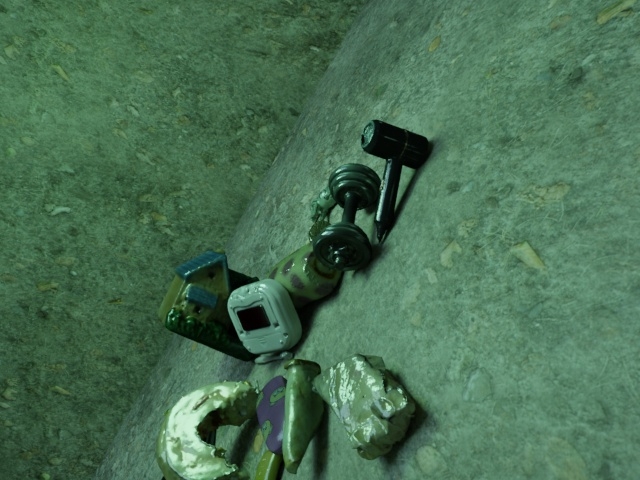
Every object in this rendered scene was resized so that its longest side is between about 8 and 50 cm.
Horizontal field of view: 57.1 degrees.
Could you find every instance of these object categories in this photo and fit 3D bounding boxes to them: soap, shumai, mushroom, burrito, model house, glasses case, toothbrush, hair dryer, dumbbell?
[{"bbox_3d":[-0.139,0.616,1.560,0.089,0.045,0.140,-31,34,47],"label":"soap"},{"bbox_3d":[-0.001,-0.001,2.077,0.087,0.099,0.123,118,173,-55],"label":"shumai"},{"bbox_3d":[-0.043,0.434,1.488,0.333,0.107,0.087,-94,22,-55],"label":"mushroom"},{"bbox_3d":[0.096,0.338,1.288,0.175,0.107,0.348,-45,20,-5],"label":"burrito"},{"bbox_3d":[-0.367,0.221,2.215,0.342,0.382,0.335,-65,20,-8],"label":"model house"},{"bbox_3d":[-0.116,0.480,1.646,0.123,0.076,0.316,-50,18,0],"label":"glasses case"},{"bbox_3d":[-0.166,0.395,1.984,0.307,0.030,0.025,-27,44,59],"label":"toothbrush"},{"bbox_3d":[0.190,-0.169,1.731,0.107,0.189,0.352,168,116,-68],"label":"hair dryer"},{"bbox_3d":[0.087,-0.075,1.809,0.179,0.179,0.406,-42,26,43],"label":"dumbbell"}]

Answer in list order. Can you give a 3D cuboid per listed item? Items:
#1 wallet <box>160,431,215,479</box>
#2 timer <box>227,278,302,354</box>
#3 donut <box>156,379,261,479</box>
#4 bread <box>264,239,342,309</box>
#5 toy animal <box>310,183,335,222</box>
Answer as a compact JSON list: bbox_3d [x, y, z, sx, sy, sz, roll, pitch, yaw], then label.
[{"bbox_3d":[-0.507,0.848,2.129,0.406,0.062,0.228,-54,19,17],"label":"wallet"},{"bbox_3d":[-0.189,0.254,1.916,0.262,0.237,0.087,-20,6,42],"label":"timer"},{"bbox_3d":[-0.332,0.597,1.764,0.371,0.307,0.150,-85,-12,-49],"label":"donut"},{"bbox_3d":[-0.071,0.125,1.949,0.338,0.155,0.187,-36,27,50],"label":"bread"},{"bbox_3d":[0.008,-0.132,2.245,0.255,0.090,0.170,-34,28,47],"label":"toy animal"}]
